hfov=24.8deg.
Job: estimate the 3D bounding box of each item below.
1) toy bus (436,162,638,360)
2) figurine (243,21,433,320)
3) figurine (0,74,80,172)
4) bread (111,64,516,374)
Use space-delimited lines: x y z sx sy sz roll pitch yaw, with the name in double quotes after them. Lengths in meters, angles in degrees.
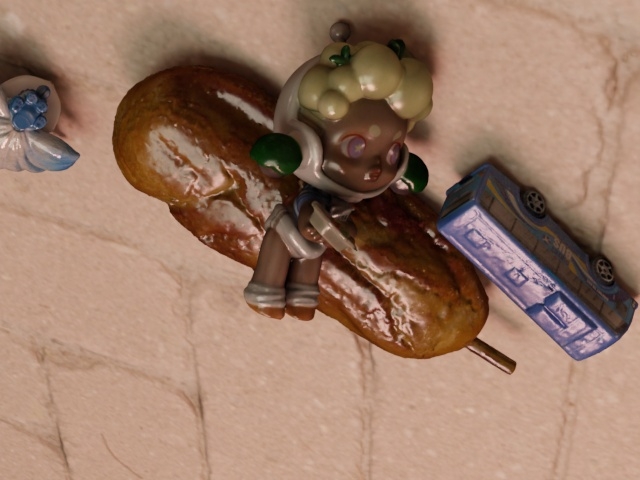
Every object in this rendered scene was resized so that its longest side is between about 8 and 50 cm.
0.146 0.017 0.982 0.153 0.061 0.051 43 133 -12 "toy bus"
0.010 -0.040 0.936 0.093 0.147 0.197 20 101 45 "figurine"
-0.233 -0.092 1.105 0.114 0.079 0.114 34 177 2 "figurine"
0.001 -0.001 1.035 0.344 0.084 0.124 36 139 -7 "bread"
